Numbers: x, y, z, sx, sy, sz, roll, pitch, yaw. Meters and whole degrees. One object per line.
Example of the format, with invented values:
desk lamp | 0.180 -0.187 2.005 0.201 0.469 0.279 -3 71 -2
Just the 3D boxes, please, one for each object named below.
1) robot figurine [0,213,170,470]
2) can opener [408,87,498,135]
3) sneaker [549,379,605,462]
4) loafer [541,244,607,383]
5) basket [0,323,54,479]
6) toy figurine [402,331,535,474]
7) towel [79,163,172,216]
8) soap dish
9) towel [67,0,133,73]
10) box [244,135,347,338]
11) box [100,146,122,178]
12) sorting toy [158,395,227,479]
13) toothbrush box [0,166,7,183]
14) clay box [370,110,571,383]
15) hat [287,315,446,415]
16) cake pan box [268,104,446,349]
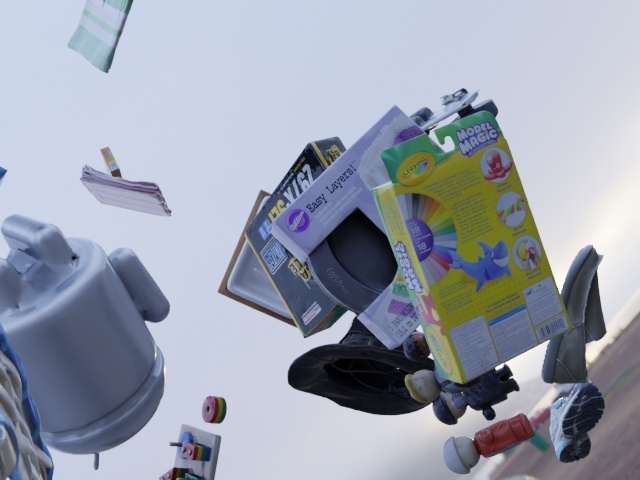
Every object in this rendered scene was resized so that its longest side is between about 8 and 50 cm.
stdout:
robot figurine | -0.328 0.137 1.086 0.300 0.200 0.353 -39 -55 -28
can opener | 0.187 -0.193 1.502 0.280 0.093 0.074 -23 16 44
sneaker | 0.631 0.442 2.114 0.110 0.122 0.283 -8 -49 -12
loafer | 0.442 0.130 1.403 0.094 0.087 0.251 -27 -51 -67
basket | -0.276 0.135 0.509 0.201 0.289 0.254 -18 -63 -24
toy figurine | 0.219 0.231 1.302 0.148 0.209 0.213 -28 20 13
towel | -0.354 -0.087 1.532 0.197 0.144 0.029 106 177 -78
soap dish | -0.113 0.049 2.129 0.290 0.229 0.118 -69 15 -16
towel | -0.415 -0.513 1.643 0.038 0.248 0.324 13 -75 -36
box | 0.000 0.000 1.563 0.079 0.257 0.322 -17 -20 -37
box | -0.531 -0.169 2.139 0.028 0.081 0.136 -24 -27 -14
sorting toy | -0.230 0.395 1.408 0.046 0.132 0.274 14 -99 -34
toothbrush box | -0.864 -0.085 1.808 0.126 0.216 0.295 -44 19 45
clay box | 0.135 0.004 0.768 0.127 0.222 0.053 -23 6 -19
hat | 0.099 0.216 1.575 0.331 0.331 0.134 97 180 -60
cake pan box | 0.098 -0.017 1.163 0.267 0.246 0.070 -43 -6 -15
